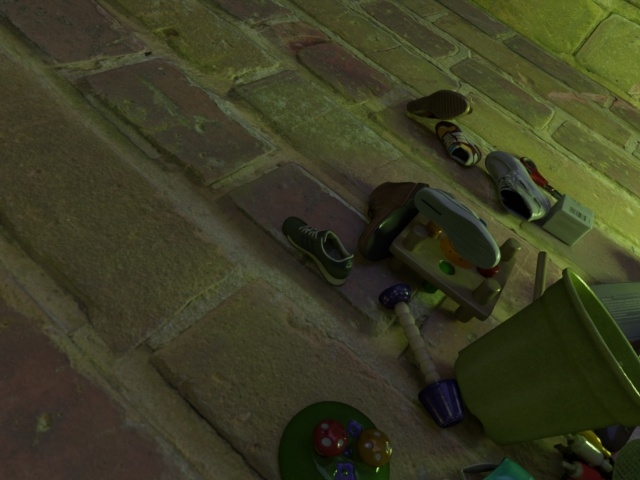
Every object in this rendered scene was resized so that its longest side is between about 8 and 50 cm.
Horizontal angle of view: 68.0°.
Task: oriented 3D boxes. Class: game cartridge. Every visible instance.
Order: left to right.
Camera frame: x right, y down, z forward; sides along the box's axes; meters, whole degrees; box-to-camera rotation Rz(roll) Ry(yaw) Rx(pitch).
[{"bbox_3d":[0.789,0.211,1.198,0.355,0.068,0.230,0,47,-25],"label":"game cartridge"}]

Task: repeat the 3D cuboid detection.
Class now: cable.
[{"bbox_3d":[0.548,0.440,0.866,0.287,0.072,0.139,27,50,-1],"label":"cable"}]

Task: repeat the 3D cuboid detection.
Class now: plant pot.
[{"bbox_3d":[0.388,0.227,0.823,0.276,0.254,0.276,38,32,-28],"label":"plant pot"}]

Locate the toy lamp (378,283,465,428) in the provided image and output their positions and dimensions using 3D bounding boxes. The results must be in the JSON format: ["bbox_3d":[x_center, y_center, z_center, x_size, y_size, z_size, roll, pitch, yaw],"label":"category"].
[{"bbox_3d":[0.189,0.214,0.902,0.080,0.080,0.275,-1,49,-26],"label":"toy lamp"}]

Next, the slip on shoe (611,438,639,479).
[{"bbox_3d":[0.515,0.484,0.753,0.101,0.123,0.331,39,57,1],"label":"slip on shoe"}]

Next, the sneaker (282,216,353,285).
[{"bbox_3d":[0.000,0.000,0.997,0.064,0.086,0.192,-26,64,-39],"label":"sneaker"}]

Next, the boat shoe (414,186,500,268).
[{"bbox_3d":[0.298,-0.039,0.991,0.075,0.083,0.226,-18,58,-37],"label":"boat shoe"}]

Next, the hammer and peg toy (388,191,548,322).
[{"bbox_3d":[0.353,0.062,1.079,0.361,0.127,0.266,37,43,10],"label":"hammer and peg toy"}]

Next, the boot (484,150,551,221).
[{"bbox_3d":[0.562,-0.165,1.401,0.123,0.095,0.258,-14,58,-42],"label":"boot"}]

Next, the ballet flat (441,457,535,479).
[{"bbox_3d":[0.236,0.412,0.753,0.247,0.083,0.087,-7,30,-30],"label":"ballet flat"}]

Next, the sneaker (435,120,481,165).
[{"bbox_3d":[0.418,-0.306,1.483,0.084,0.070,0.185,-20,60,-43],"label":"sneaker"}]

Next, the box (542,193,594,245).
[{"bbox_3d":[0.726,-0.061,1.391,0.101,0.087,0.102,35,44,8],"label":"box"}]

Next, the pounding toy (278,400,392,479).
[{"bbox_3d":[0.051,0.335,0.701,0.182,0.110,0.237,-13,57,-33],"label":"pounding toy"}]

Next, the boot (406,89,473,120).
[{"bbox_3d":[0.425,-0.430,1.520,0.206,0.090,0.248,-8,18,-35],"label":"boot"}]

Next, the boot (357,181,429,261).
[{"bbox_3d":[0.150,-0.053,1.129,0.115,0.112,0.305,18,39,27],"label":"boot"}]

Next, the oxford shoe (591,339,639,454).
[{"bbox_3d":[0.630,0.308,0.970,0.097,0.098,0.271,34,66,8],"label":"oxford shoe"}]

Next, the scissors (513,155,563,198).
[{"bbox_3d":[0.734,-0.175,1.551,0.109,0.021,0.297,-12,57,-36],"label":"scissors"}]
